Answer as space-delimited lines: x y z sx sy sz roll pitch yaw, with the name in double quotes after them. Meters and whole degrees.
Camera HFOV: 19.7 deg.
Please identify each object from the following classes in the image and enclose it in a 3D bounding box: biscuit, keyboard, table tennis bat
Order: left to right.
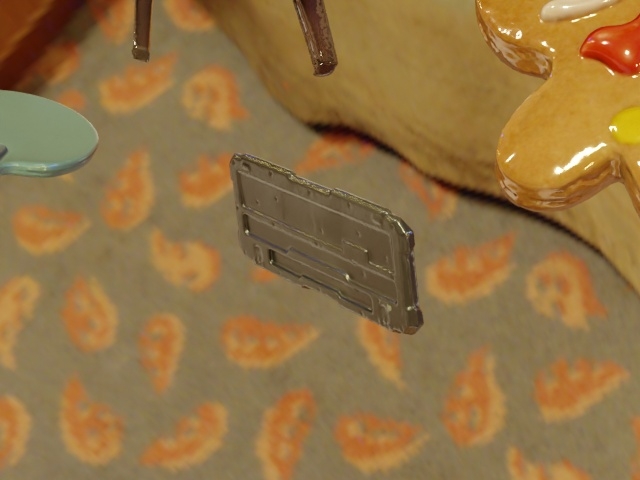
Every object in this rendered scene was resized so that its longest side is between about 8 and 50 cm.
-0.285 -0.081 1.637 0.149 0.038 0.237 18 26 3 "table tennis bat"
0.001 0.000 1.481 0.016 0.106 0.262 -17 23 -29 "keyboard"
0.147 -0.061 0.737 0.165 0.036 0.250 -34 55 -4 "biscuit"

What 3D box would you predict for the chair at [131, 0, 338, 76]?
-0.068 -0.312 1.662 0.183 0.175 0.326 10 42 -19 "chair"
